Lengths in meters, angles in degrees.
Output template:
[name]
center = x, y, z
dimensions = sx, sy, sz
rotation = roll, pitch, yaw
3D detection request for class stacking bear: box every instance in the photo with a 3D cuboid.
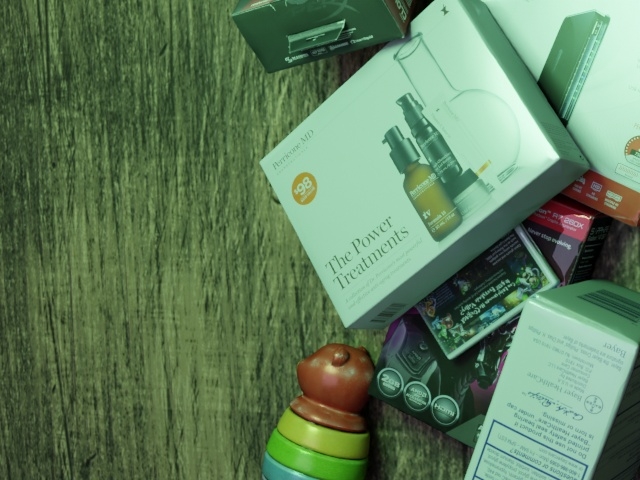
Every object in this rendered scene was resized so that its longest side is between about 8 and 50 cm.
[stacking bear]
center = -0.001, 0.290, 1.850
dimensions = 0.164, 0.175, 0.289
rotation = 20, 96, 29

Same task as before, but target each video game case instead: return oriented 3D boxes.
[video game case]
center = 0.200, 0.038, 1.677
dimensions = 0.190, 0.022, 0.173
rotation = -39, 72, 26

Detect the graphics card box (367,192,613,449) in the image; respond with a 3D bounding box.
[graphics card box]
center = 0.229, 0.090, 1.730
dimensions = 0.233, 0.094, 0.370
rotation = 25, 107, 27

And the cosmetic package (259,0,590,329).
[cosmetic package]
center = 0.124, -0.101, 1.659
dimensions = 0.377, 0.097, 0.284
rotation = -41, 62, 27

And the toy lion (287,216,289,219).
[toy lion]
center = 0.000, 0.000, 1.854
dimensions = 0.034, 0.100, 0.096
rotation = -30, 61, 27

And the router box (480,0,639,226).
[router box]
center = 0.338, -0.220, 1.631
dimensions = 0.335, 0.082, 0.301
rotation = 29, 108, 31

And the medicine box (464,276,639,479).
[medicine box]
center = 0.326, 0.213, 1.585
dimensions = 0.149, 0.263, 0.289
rotation = 25, 105, 27

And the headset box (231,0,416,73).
[headset box]
center = 0.023, -0.358, 1.701
dimensions = 0.218, 0.293, 0.110
rotation = -11, 130, 30
